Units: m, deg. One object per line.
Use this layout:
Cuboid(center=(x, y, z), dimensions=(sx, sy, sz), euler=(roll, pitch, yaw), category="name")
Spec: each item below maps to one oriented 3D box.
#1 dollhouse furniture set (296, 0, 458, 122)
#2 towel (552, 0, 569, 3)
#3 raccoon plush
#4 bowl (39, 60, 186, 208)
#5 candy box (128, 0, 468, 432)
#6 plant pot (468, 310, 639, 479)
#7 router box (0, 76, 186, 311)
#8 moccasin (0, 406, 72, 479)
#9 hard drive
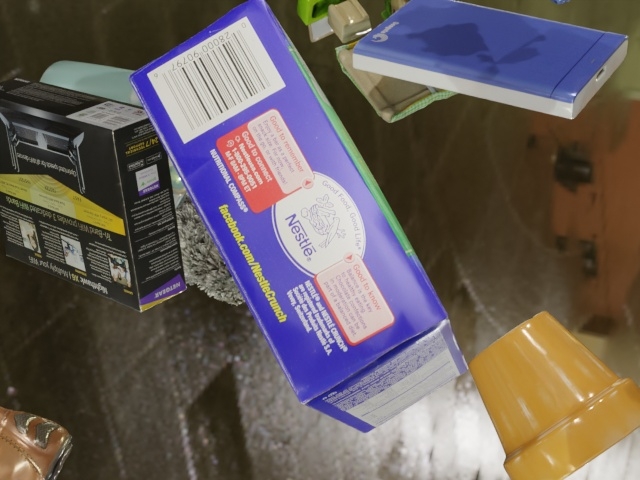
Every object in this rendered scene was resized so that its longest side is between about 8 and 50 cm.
Cuboid(center=(0.116, -0.283, 1.895), dimensions=(0.198, 0.301, 0.151), euler=(-26, 149, -11), category="dollhouse furniture set")
Cuboid(center=(0.220, -0.390, 1.106), dimensions=(0.336, 0.243, 0.040), euler=(-52, 154, -6), category="towel")
Cuboid(center=(-0.332, 0.034, 2.501), dimensions=(0.447, 0.299, 0.216), euler=(-10, 113, -27), category="raccoon plush")
Cuboid(center=(-0.309, -0.146, 1.934), dimensions=(0.311, 0.163, 0.311), euler=(-8, 90, -73), category="bowl")
Cuboid(center=(0.000, 0.000, 0.951), dimensions=(0.268, 0.122, 0.317), euler=(61, 2, 15), category="candy box")
Cuboid(center=(0.296, 0.204, 1.588), dimensions=(0.205, 0.188, 0.205), euler=(-33, 168, -8), category="plant pot")
Cuboid(center=(-0.314, -0.067, 1.573), dimensions=(0.081, 0.309, 0.242), euler=(-27, 123, -40), category="router box")
Cuboid(center=(-0.457, 0.383, 1.597), dimensions=(0.139, 0.147, 0.380), euler=(-69, -175, -63), category="moccasin")
Cuboid(center=(0.234, -0.260, 1.678), dimensions=(0.210, 0.319, 0.040), euler=(-44, 143, -44), category="hard drive")
